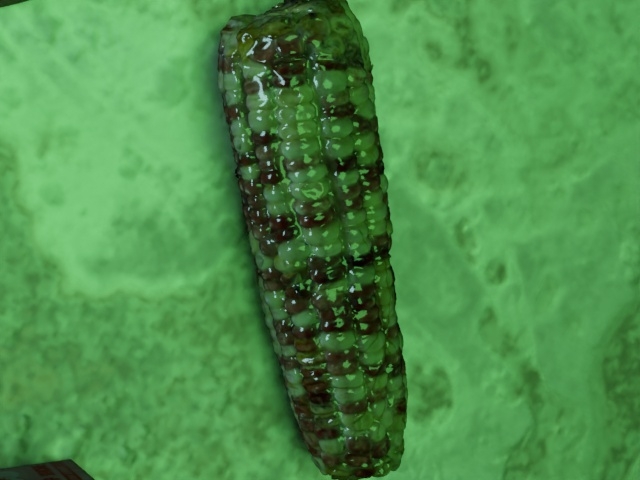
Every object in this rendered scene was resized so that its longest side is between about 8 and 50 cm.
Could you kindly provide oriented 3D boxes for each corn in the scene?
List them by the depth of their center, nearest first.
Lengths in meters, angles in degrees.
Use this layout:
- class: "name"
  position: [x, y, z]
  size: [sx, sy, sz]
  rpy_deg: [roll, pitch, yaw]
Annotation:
- class: "corn"
  position: [0.000, 0.000, 0.843]
  size: [0.079, 0.079, 0.237]
  rpy_deg: [-12, 102, -18]

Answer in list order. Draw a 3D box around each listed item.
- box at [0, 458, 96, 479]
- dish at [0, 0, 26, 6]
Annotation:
- class: "box"
  position: [-0.140, 0.133, 0.773]
  size: [0.089, 0.125, 0.043]
  rpy_deg: [-7, 94, -19]
- class: "dish"
  position: [-0.144, -0.212, 0.768]
  size: [0.213, 0.090, 0.213]
  rpy_deg: [-1, 94, -18]
